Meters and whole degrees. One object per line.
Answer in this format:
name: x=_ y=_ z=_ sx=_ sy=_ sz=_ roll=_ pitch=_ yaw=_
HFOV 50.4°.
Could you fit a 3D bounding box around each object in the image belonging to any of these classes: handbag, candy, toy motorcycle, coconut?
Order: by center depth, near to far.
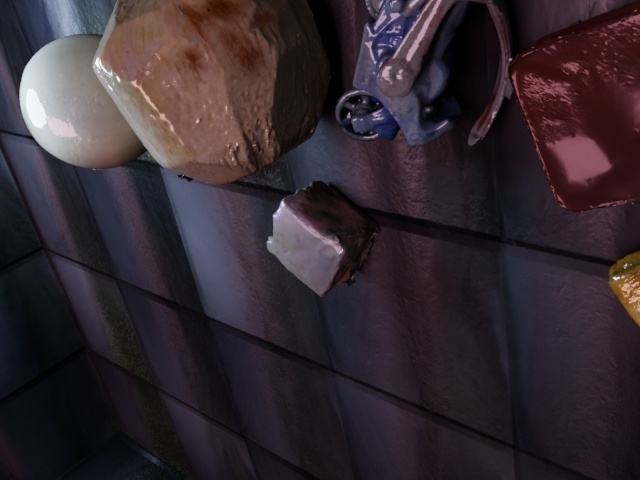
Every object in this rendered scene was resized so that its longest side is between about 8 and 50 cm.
handbag: x=0.408 y=-0.171 z=0.886 sx=0.276 sy=0.084 sz=0.259 roll=-11 pitch=108 yaw=49
toy motorcycle: x=0.156 y=-0.253 z=1.006 sx=0.241 sy=0.182 sz=0.319 roll=36 pitch=137 yaw=22
coconut: x=-0.187 y=-0.311 z=1.165 sx=0.345 sy=0.415 sz=0.415 roll=-18 pitch=105 yaw=29
candy: x=0.000 y=0.000 z=1.403 sx=0.195 sy=0.137 sz=0.184 roll=40 pitch=140 yaw=14

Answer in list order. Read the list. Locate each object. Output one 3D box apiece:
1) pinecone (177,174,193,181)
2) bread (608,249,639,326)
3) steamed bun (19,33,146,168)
pinecone: x=-0.264 y=-0.223 z=1.507 sx=0.163 sy=0.163 sz=0.165 roll=-13 pitch=95 yaw=50
bread: x=0.515 y=0.106 z=0.982 sx=0.211 sy=0.083 sz=0.114 roll=55 pitch=137 yaw=-1
steamed bun: x=-0.517 y=-0.324 z=1.551 sx=0.324 sy=0.324 sz=0.206 roll=45 pitch=158 yaw=12
